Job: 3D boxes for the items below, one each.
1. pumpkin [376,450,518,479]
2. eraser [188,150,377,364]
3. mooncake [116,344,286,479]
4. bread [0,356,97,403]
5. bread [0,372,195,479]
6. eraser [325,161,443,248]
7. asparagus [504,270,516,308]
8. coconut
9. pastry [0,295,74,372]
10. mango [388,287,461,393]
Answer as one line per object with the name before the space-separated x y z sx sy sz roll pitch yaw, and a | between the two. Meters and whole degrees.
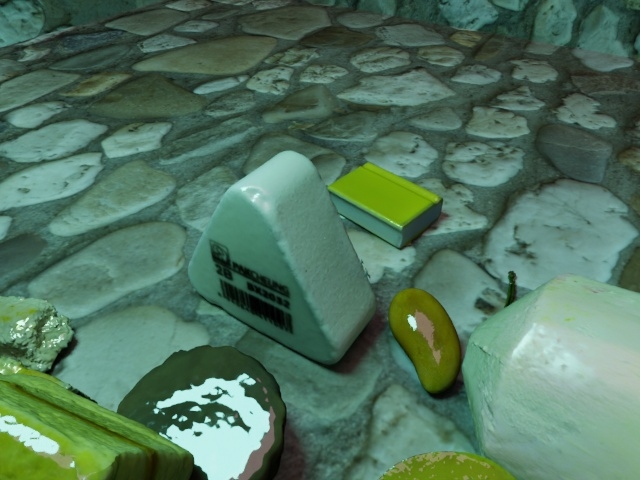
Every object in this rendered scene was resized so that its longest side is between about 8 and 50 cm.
pumpkin | 0.137 0.354 0.522 0.218 0.110 0.217 0 61 0
eraser | -0.093 0.039 0.817 0.332 0.331 0.150 25 48 26
mooncake | -0.155 0.260 0.624 0.229 0.124 0.228 0 46 0
bread | -0.375 0.248 0.617 0.160 0.140 0.169 0 42 14
bread | -0.296 0.313 0.390 0.245 0.233 0.361 19 70 10
eraser | 0.144 -0.086 1.071 0.226 0.069 0.158 34 49 32
asparagus | 0.359 0.100 0.898 0.018 0.015 0.127 16 43 15
coconut | 0.327 0.192 0.584 0.310 0.297 0.298 18 41 41
pastry | -0.544 0.147 0.779 0.259 0.089 0.121 7 53 11
mango | 0.174 0.157 0.778 0.102 0.084 0.184 -10 48 -11
